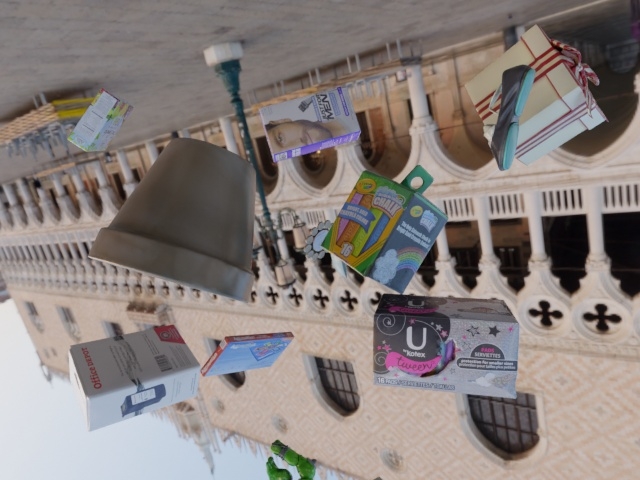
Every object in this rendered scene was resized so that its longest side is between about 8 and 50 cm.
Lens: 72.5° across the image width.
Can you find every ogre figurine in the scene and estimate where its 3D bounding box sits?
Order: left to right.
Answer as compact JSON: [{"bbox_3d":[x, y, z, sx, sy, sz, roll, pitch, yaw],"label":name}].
[{"bbox_3d":[-0.068,0.565,0.989,0.118,0.097,0.197,-3,-133,14],"label":"ogre figurine"}]

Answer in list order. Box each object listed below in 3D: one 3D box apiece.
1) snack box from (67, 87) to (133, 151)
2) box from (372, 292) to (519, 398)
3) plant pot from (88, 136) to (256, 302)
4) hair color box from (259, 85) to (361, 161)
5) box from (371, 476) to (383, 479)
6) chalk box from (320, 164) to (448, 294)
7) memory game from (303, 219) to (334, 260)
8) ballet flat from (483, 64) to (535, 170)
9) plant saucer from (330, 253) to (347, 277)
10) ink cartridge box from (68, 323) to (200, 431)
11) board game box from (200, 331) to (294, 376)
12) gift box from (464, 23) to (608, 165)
[{"bbox_3d":[-0.375,-0.205,0.755,0.100,0.037,0.141,-54,-161,2],"label":"snack box"},{"bbox_3d":[0.230,0.188,0.827,0.247,0.142,0.163,1,-173,14],"label":"box"},{"bbox_3d":[-0.263,-0.046,0.910,0.323,0.281,0.323,16,170,3],"label":"plant pot"},{"bbox_3d":[-0.040,-0.433,1.627,0.338,0.185,0.110,-17,176,-3],"label":"hair color box"},{"bbox_3d":[0.234,0.970,1.512,0.147,0.121,0.311,-20,-177,-21],"label":"box"},{"bbox_3d":[0.172,-0.049,1.073,0.180,0.289,0.179,27,-176,-45],"label":"chalk box"},{"bbox_3d":[0.000,0.000,1.807,0.186,0.186,0.012,-25,-137,-38],"label":"memory game"},{"bbox_3d":[0.369,-0.244,0.876,0.074,0.203,0.074,6,-161,-2],"label":"ballet flat"},{"bbox_3d":[0.060,0.047,1.601,0.037,0.195,0.195,-13,-166,6],"label":"plant saucer"},{"bbox_3d":[-0.420,0.298,0.987,0.237,0.100,0.172,-6,-149,-40],"label":"ink cartridge box"},{"bbox_3d":[-0.211,0.338,1.314,0.281,0.145,0.027,12,-149,-53],"label":"board game box"},{"bbox_3d":[0.593,-0.365,1.163,0.255,0.277,0.258,7,145,-45],"label":"gift box"}]
